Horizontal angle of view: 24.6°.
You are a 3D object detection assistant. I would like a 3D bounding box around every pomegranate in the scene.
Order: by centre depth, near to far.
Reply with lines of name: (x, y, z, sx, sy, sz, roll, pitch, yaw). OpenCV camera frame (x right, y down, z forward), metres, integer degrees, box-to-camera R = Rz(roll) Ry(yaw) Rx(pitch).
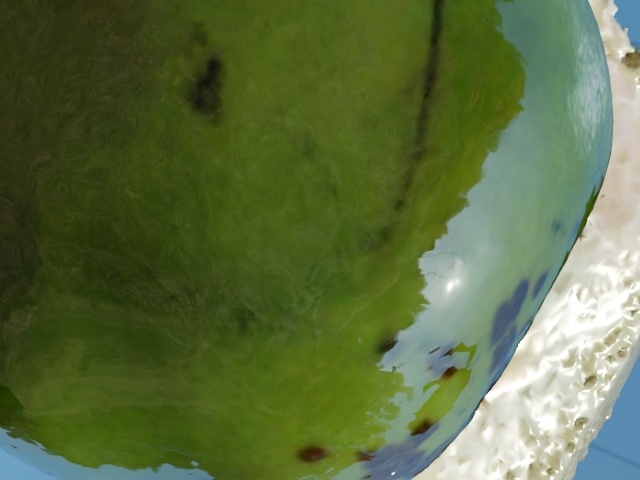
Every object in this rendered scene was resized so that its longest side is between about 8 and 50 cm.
pomegranate: (-0.030, -0.028, 0.478, 0.254, 0.271, 0.254, -6, -129, 8)

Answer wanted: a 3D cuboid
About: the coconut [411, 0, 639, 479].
coconut: (0.000, 0.000, 0.878, 0.404, 0.404, 0.405, -2, -93, 41)
